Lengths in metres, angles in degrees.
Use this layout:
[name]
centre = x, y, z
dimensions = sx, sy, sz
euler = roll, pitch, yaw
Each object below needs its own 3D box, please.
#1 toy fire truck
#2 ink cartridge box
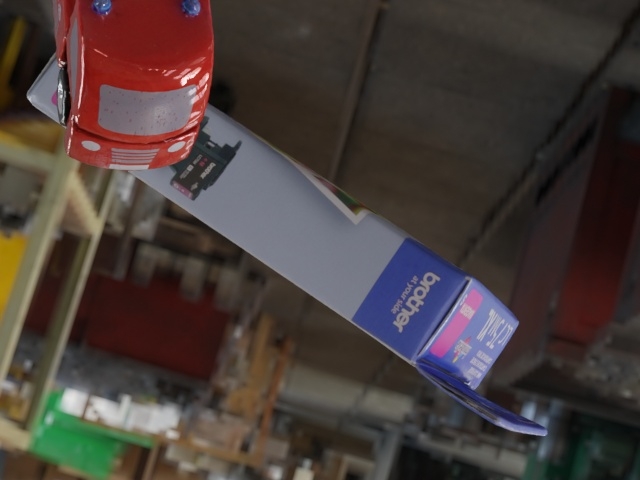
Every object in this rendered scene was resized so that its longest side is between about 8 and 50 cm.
[toy fire truck]
centre = -0.060, -0.134, 0.534
dimensions = 0.047, 0.192, 0.135
euler = -1, 158, -15
[ink cartridge box]
centre = 0.000, 0.000, 0.939
dimensions = 0.311, 0.065, 0.186
euler = 36, -179, 18
